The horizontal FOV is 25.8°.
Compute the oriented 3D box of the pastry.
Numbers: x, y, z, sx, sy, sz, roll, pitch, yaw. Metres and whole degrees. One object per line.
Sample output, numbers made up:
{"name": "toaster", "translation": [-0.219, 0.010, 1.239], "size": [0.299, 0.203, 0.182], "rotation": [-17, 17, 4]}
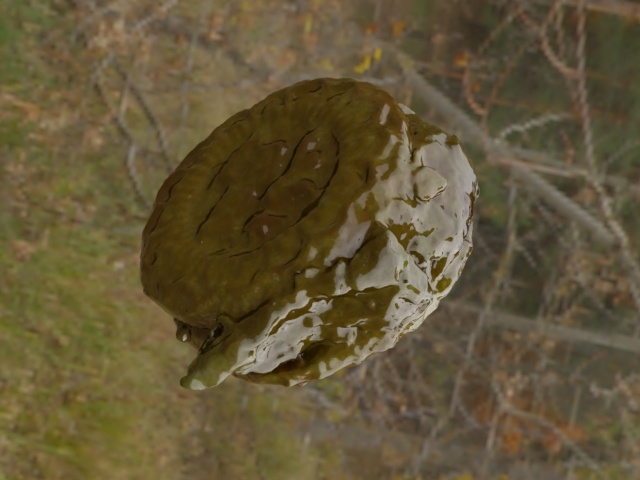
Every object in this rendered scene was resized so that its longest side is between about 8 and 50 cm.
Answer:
{"name": "pastry", "translation": [0.000, 0.000, 0.987], "size": [0.132, 0.240, 0.235], "rotation": [49, 7, -38]}
